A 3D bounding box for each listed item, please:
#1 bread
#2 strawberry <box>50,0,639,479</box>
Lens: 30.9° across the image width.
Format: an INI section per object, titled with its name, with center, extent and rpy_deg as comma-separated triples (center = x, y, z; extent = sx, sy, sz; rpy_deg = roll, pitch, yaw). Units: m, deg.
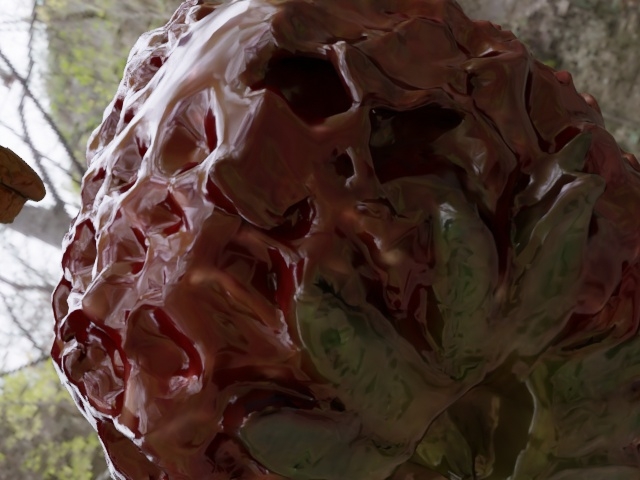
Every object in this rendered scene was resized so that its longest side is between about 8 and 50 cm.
[bread]
center = -0.219, -0.044, 0.742
extent = 0.046, 0.083, 0.081
rpy_deg = -60, -17, -8
[strawberry]
center = 0.000, 0.000, 0.605
extent = 0.318, 0.345, 0.295
rpy_deg = -5, -61, -26
